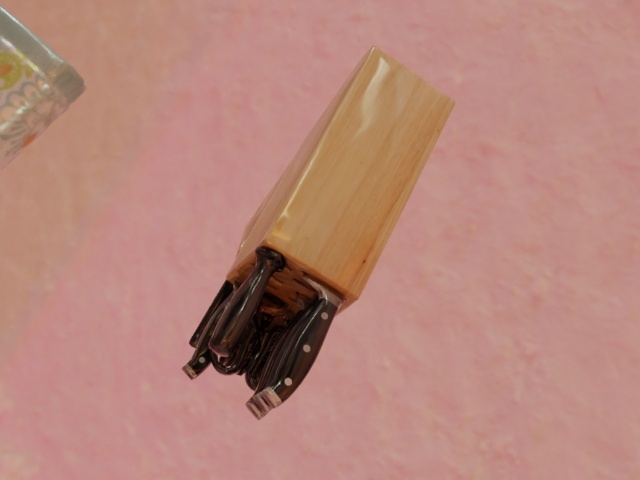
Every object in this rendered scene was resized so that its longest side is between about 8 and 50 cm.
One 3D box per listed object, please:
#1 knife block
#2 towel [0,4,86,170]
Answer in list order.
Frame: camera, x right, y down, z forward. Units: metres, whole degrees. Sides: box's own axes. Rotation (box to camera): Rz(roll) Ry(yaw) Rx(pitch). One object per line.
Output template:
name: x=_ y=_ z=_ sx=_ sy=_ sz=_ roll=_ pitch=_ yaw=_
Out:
knife block: x=0.000 y=0.000 z=0.930 sx=0.275 sy=0.088 sz=0.242 roll=-54 pitch=10 yaw=16
towel: x=-0.477 y=-0.160 z=1.262 sx=0.374 sy=0.090 sz=0.320 roll=39 pitch=80 yaw=24
